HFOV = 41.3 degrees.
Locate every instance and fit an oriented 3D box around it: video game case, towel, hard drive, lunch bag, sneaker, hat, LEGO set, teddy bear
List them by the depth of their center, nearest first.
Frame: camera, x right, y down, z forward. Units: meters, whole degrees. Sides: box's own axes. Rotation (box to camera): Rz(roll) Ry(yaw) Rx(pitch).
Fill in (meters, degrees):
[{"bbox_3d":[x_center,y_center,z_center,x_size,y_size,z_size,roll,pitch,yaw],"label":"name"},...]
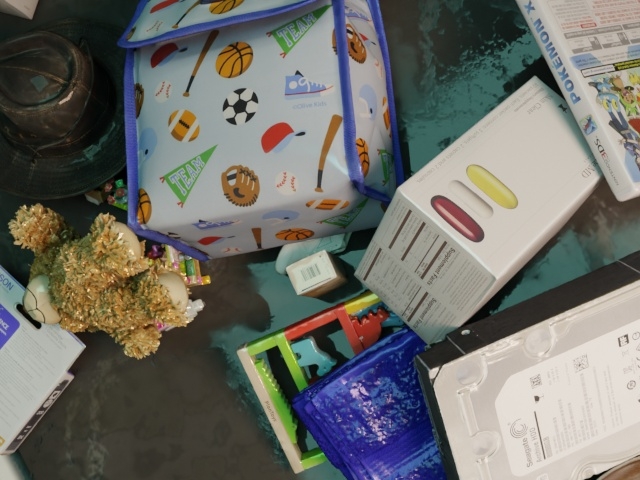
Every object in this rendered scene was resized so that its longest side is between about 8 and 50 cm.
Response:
[{"bbox_3d":[0.292,0.170,0.991,0.339,0.064,0.237,-21,113,-9],"label":"hard drive"},{"bbox_3d":[0.405,-0.217,1.033,0.329,0.036,0.300,-16,77,-33],"label":"video game case"},{"bbox_3d":[0.135,0.269,1.074,0.227,0.076,0.308,-34,92,7],"label":"towel"},{"bbox_3d":[-0.080,-0.200,1.112,0.328,0.239,0.385,-10,72,19],"label":"lunch bag"},{"bbox_3d":[-0.301,0.059,1.114,0.338,0.245,0.113,7,54,38],"label":"teddy bear"},{"bbox_3d":[0.108,0.080,1.157,0.162,0.063,0.073,-36,93,11],"label":"sneaker"},{"bbox_3d":[0.000,0.000,1.184,0.152,0.054,0.061,-43,80,3],"label":"sneaker"},{"bbox_3d":[-0.252,-0.015,1.211,0.132,0.107,0.287,-34,78,6],"label":"LEGO set"},{"bbox_3d":[-0.412,-0.216,1.227,0.331,0.134,0.331,-5,73,17],"label":"hat"}]

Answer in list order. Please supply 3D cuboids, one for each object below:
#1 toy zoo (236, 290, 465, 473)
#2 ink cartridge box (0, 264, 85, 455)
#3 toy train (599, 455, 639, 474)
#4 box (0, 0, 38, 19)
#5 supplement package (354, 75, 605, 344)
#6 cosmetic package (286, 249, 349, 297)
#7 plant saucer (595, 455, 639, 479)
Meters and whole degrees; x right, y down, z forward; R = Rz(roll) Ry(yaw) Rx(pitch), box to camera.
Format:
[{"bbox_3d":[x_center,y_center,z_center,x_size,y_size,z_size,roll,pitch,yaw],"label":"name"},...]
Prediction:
[{"bbox_3d":[0.060,0.172,1.131,0.293,0.030,0.192,-24,98,8],"label":"toy zoo"},{"bbox_3d":[-0.471,0.172,1.265,0.206,0.045,0.208,40,94,14],"label":"ink cartridge box"},{"bbox_3d":[0.411,0.278,1.076,0.158,0.027,0.036,-3,79,11],"label":"toy train"},{"bbox_3d":[-0.500,-0.459,1.280,0.119,0.182,0.181,17,87,13],"label":"box"},{"bbox_3d":[0.198,-0.031,1.016,0.145,0.204,0.262,43,61,13],"label":"supplement package"},{"bbox_3d":[-0.002,0.047,1.146,0.060,0.115,0.041,-26,80,9],"label":"cosmetic package"},{"bbox_3d":[0.445,0.404,1.027,0.310,0.050,0.310,0,89,15],"label":"plant saucer"}]
